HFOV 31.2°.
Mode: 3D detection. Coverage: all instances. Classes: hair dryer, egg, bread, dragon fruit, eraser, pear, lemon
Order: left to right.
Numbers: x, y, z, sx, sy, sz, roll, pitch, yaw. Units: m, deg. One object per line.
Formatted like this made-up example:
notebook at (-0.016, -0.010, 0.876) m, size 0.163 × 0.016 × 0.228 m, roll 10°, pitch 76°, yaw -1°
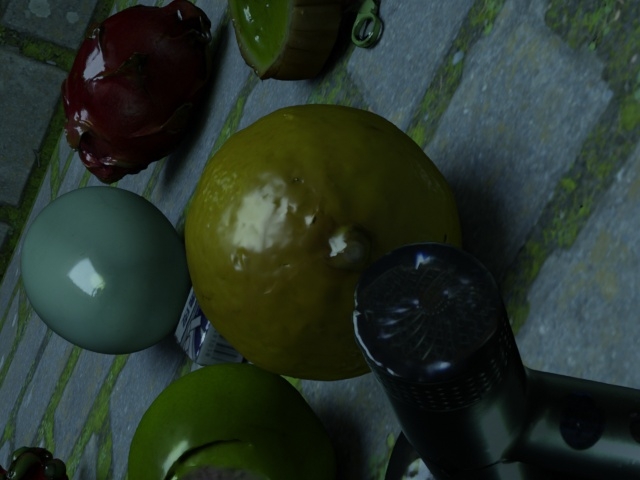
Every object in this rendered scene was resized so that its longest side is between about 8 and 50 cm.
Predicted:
dragon fruit at (-0.448, 0.420, 1.724) m, size 0.272 × 0.198 × 0.218 m, roll 15°, pitch 118°, yaw 56°
egg at (-0.302, 0.043, 1.625) m, size 0.371 × 0.230 × 0.230 m, roll 28°, pitch 99°, yaw 64°
dragon fruit at (-0.299, -0.253, 1.866) m, size 0.315 × 0.250 × 0.250 m, roll -42°, pitch 33°, yaw 23°
eraser at (-0.103, 0.040, 1.369) m, size 0.210 × 0.068 × 0.124 m, roll -69°, pitch 20°, yaw 6°
pear at (-0.075, 0.196, 1.035) m, size 0.220 × 0.187 × 0.188 m, roll -63°, pitch -4°, yaw -79°
bread at (-0.049, -0.309, 1.384) m, size 0.236 × 0.070 × 0.236 m, roll 40°, pitch 135°, yaw 56°
lemon at (0.001, 0.001, 0.946) m, size 0.236 × 0.236 × 0.263 m, roll -65°, pitch -7°, yaw 17°
hair dryer at (0.151, 0.134, 0.543) m, size 0.156 × 0.284 × 0.320 m, roll -57°, pitch -17°, yaw -15°

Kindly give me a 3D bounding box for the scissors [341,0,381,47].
scissors at (0.041, -0.285, 1.343) m, size 0.187 × 0.020 × 0.134 m, roll 13°, pitch 82°, yaw 66°
